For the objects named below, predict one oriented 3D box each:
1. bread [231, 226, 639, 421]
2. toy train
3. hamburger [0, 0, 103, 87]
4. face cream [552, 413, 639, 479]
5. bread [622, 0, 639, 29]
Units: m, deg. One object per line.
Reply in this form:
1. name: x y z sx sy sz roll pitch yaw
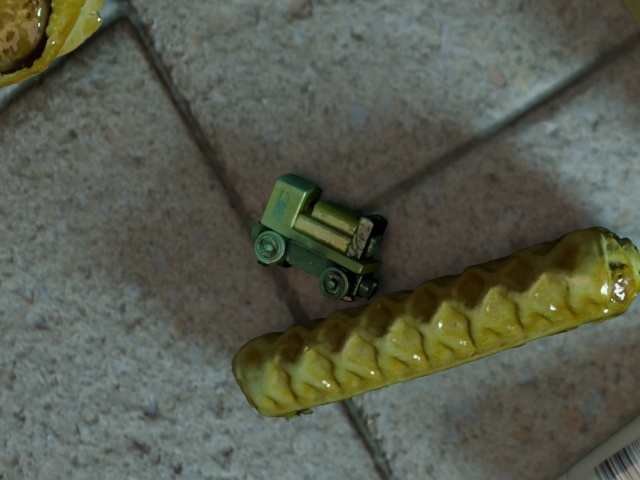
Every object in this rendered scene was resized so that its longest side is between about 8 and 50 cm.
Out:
1. bread: 0.086 0.068 1.392 0.367 0.077 0.084 -19 124 30
2. toy train: 0.000 0.000 1.447 0.122 0.050 0.081 25 101 21
3. hamburger: -0.313 -0.274 1.484 0.284 0.174 0.304 10 104 24
4. face cream: 0.265 0.156 1.334 0.243 0.058 0.092 -37 76 23
5. bread: 0.251 -0.239 1.255 0.139 0.060 0.178 -32 85 30
